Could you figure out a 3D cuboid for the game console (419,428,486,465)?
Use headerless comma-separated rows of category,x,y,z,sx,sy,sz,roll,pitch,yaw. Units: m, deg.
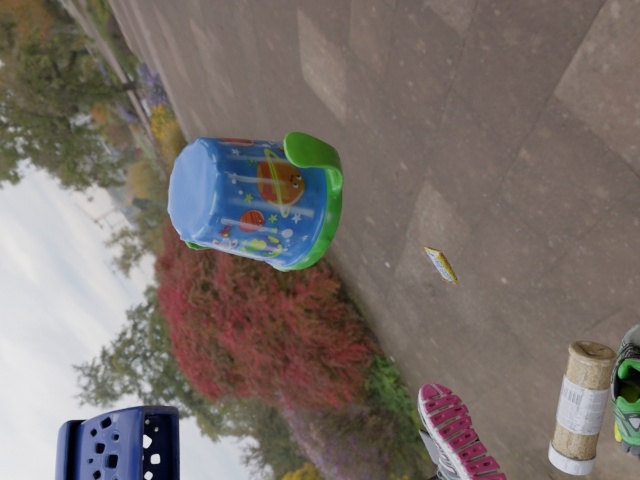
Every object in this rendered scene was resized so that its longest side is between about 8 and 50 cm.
game console,0.279,0.434,1.227,0.071,0.107,0.122,-108,-7,-59

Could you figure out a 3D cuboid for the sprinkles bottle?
sprinkles bottle,0.708,0.454,1.599,0.121,0.121,0.355,34,125,58

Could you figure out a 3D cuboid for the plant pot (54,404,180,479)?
plant pot,-0.455,0.500,1.323,0.236,0.212,0.236,67,-163,-71

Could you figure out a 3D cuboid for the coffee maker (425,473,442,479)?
coffee maker,0.207,0.495,1.098,0.171,0.178,0.120,54,-164,-6

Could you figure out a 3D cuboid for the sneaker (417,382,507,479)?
sneaker,0.171,0.269,0.763,0.170,0.063,0.075,59,149,33

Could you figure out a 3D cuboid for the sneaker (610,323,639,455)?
sneaker,0.708,0.291,1.282,0.134,0.343,0.146,-6,118,31

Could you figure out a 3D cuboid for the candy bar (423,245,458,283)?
candy bar,0.254,0.050,1.234,0.040,0.018,0.161,18,161,34

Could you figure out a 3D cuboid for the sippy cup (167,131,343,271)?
sippy cup,-0.121,-0.071,0.982,0.240,0.224,0.305,47,120,43
